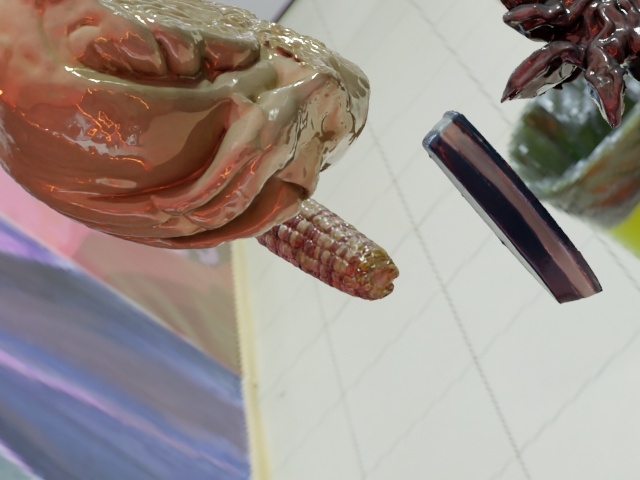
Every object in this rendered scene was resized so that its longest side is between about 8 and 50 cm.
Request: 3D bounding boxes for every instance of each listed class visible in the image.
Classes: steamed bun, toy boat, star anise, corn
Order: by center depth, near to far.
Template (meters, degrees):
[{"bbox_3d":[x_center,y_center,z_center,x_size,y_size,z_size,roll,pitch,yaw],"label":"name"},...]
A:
[{"bbox_3d":[-0.127,-0.089,1.004,0.289,0.276,0.203,-18,-50,-66],"label":"steamed bun"},{"bbox_3d":[0.244,-0.200,1.093,0.212,0.129,0.282,3,50,15],"label":"star anise"},{"bbox_3d":[0.000,0.000,1.331,0.079,0.079,0.237,-55,40,-4],"label":"corn"},{"bbox_3d":[0.237,-0.032,1.542,0.062,0.299,0.096,-43,10,-1],"label":"toy boat"}]
